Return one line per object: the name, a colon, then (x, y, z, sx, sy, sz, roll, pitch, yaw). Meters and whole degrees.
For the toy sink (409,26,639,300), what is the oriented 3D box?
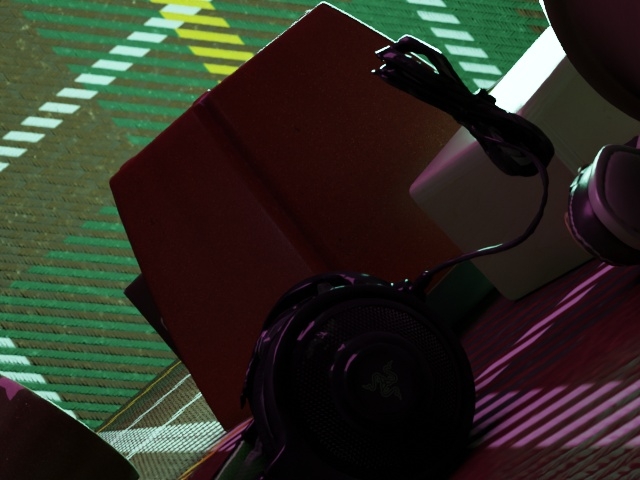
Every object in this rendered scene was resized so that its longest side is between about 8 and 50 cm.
toy sink: (0.206, -0.086, 1.469, 0.234, 0.131, 0.153, -49, 9, -37)

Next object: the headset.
headset: (0.001, 0.072, 1.222, 0.394, 0.185, 0.243, -51, 4, 0)

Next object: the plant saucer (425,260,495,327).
plant saucer: (0.078, 0.059, 1.694, 0.317, 0.044, 0.317, -39, 5, 4)

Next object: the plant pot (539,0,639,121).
plant pot: (0.256, -0.139, 1.060, 0.263, 0.263, 0.229, -39, 23, 18)

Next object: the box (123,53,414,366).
box: (0.000, 0.000, 2.001, 0.381, 0.191, 0.143, -38, 4, 28)

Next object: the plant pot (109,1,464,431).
plant pot: (-0.017, -0.038, 1.636, 0.267, 0.236, 0.267, -42, 4, -38)

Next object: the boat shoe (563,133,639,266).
boat shoe: (0.195, -0.019, 1.224, 0.068, 0.081, 0.228, -41, -4, 25)

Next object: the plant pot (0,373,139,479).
plant pot: (-0.351, 0.294, 2.108, 0.230, 0.215, 0.215, -56, 9, -17)
